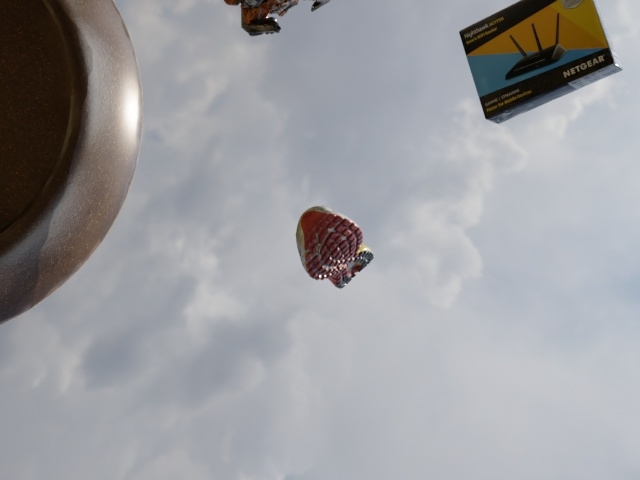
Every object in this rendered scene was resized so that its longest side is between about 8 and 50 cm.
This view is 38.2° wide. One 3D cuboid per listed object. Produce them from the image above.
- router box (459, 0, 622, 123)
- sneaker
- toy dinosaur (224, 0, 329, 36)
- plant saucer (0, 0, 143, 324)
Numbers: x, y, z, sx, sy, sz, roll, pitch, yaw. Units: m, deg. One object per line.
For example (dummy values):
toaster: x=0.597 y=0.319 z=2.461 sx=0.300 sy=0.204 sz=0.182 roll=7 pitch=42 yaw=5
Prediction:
router box: x=0.283 y=-0.247 z=1.204 sx=0.179 sy=0.046 sz=0.133 roll=-22 pitch=-106 yaw=30
sneaker: x=0.000 y=0.000 z=1.203 sx=0.088 sy=0.225 sz=0.093 roll=-44 pitch=-106 yaw=-3
toy dinosaur: x=-0.086 y=-0.366 z=1.158 sx=0.322 sy=0.164 sz=0.218 roll=14 pitch=-86 yaw=30
plant saucer: x=-0.265 y=-0.087 z=0.564 sx=0.310 sy=0.311 sz=0.050 roll=-57 pitch=-171 yaw=-10
